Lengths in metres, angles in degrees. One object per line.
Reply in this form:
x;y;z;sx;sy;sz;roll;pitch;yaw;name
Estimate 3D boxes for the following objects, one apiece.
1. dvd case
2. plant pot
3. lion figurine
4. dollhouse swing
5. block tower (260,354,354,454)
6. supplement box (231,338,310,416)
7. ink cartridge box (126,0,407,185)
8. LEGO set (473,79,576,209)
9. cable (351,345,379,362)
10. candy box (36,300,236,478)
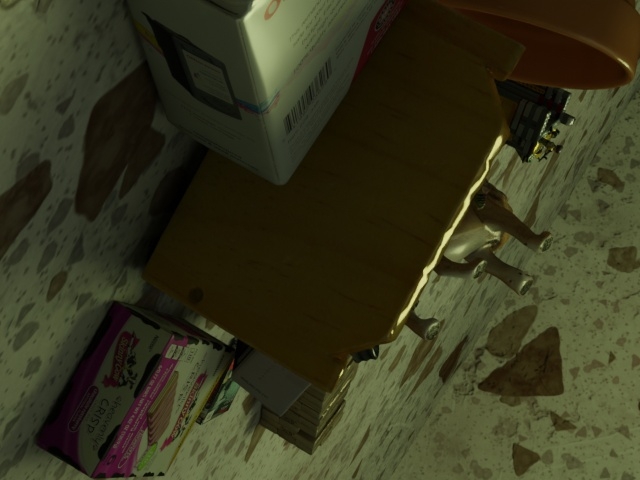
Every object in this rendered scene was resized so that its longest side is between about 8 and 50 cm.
-0.110;0.166;2.071;0.119;0.013;0.087;-65;165;15;dvd case
0.208;-0.296;1.766;0.291;0.290;0.204;38;66;-76;plant pot
0.163;0.001;2.389;0.392;0.240;0.142;-13;130;-51;lion figurine
0.040;-0.054;1.641;0.347;0.315;0.305;-61;155;2;dollhouse swing
-0.009;0.164;2.257;0.091;0.097;0.335;-52;163;-32;block tower
-0.024;0.077;1.839;0.130;0.073;0.239;-47;-166;18;supplement box
-0.034;-0.212;1.324;0.226;0.131;0.306;-55;164;-16;ink cartridge box
0.203;-0.103;2.226;0.331;0.192;0.255;-29;143;-62;LEGO set
0.032;0.044;1.751;0.287;0.072;0.139;-84;165;-51;cable
-0.178;0.153;1.684;0.159;0.071;0.233;-61;167;0;candy box
